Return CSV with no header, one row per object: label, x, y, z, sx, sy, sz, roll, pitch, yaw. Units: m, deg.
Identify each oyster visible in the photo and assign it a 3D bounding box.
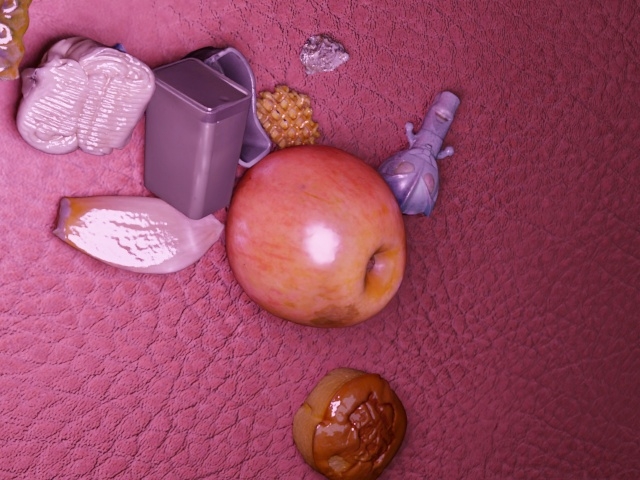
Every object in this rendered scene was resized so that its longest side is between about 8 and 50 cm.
oyster,0.007,-0.382,2.014,0.100,0.037,0.098,-52,125,-16

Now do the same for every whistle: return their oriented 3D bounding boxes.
whistle,0.222,-0.182,2.177,0.134,0.142,0.346,79,35,-65

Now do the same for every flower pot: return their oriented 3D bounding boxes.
flower pot,-0.182,-0.257,1.856,0.103,0.108,0.229,-29,118,-29

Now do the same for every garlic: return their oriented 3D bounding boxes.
garlic,-0.339,-0.010,1.794,0.318,0.112,0.143,7,83,-32

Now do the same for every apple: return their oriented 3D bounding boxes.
apple,0.000,0.000,1.907,0.363,0.364,0.364,-10,107,-35

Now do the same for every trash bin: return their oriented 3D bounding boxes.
trash bin,-0.228,-0.179,1.748,0.122,0.164,0.241,-31,144,-43

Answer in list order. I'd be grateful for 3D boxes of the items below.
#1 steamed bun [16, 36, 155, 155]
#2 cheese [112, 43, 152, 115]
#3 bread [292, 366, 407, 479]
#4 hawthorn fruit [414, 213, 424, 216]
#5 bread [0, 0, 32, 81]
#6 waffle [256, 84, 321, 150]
steamed bun,-0.410,-0.258,1.664,0.211,0.144,0.218,10,124,-28
cheese,-0.342,-0.289,1.771,0.095,0.038,0.145,-42,117,-23
bread,0.070,0.418,2.188,0.269,0.148,0.270,-11,108,-35
hawthorn fruit,0.214,-0.090,2.231,0.103,0.066,0.067,13,93,-28
bread,-0.519,-0.397,1.577,0.087,0.098,0.270,-11,112,-76
waffle,-0.070,-0.225,1.988,0.160,0.046,0.192,-22,116,-35
